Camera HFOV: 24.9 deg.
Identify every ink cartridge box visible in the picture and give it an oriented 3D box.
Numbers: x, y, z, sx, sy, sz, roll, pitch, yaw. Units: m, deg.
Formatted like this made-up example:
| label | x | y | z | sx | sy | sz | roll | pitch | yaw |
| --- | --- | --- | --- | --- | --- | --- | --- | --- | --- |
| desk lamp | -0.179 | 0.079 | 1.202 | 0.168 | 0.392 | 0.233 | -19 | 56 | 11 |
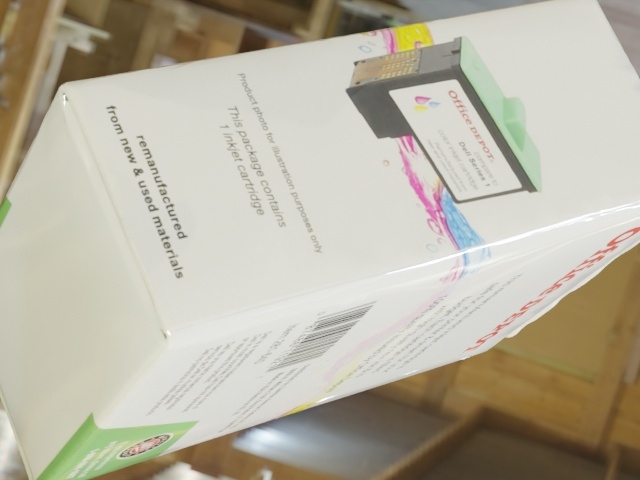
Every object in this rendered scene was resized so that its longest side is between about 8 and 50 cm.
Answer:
| label | x | y | z | sx | sy | sz | roll | pitch | yaw |
| --- | --- | --- | --- | --- | --- | --- | --- | --- | --- |
| ink cartridge box | 0.000 | 0.000 | 0.677 | 0.278 | 0.117 | 0.201 | -14 | 162 | -31 |
